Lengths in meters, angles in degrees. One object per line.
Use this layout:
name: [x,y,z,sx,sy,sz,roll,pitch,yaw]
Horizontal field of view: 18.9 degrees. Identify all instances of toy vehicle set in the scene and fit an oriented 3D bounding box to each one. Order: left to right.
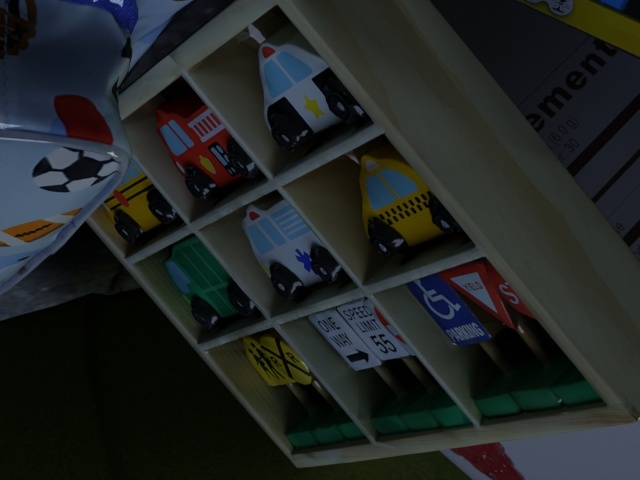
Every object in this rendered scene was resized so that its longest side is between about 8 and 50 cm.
toy vehicle set: [0.000,0.000,0.662,0.035,0.166,0.267,-43,-172,-23]

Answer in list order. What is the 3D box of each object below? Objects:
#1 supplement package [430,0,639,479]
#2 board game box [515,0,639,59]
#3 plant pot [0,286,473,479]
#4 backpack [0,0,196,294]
supplement package: [0.123,0.010,0.745,0.175,0.293,0.177,-44,164,-19]
board game box: [0.147,-0.119,0.629,0.170,0.048,0.141,25,124,6]
plant pot: [0.050,0.148,0.943,0.353,0.366,0.366,-21,157,2]
backpack: [-0.175,-0.094,0.578,0.263,0.213,0.276,13,154,-21]
